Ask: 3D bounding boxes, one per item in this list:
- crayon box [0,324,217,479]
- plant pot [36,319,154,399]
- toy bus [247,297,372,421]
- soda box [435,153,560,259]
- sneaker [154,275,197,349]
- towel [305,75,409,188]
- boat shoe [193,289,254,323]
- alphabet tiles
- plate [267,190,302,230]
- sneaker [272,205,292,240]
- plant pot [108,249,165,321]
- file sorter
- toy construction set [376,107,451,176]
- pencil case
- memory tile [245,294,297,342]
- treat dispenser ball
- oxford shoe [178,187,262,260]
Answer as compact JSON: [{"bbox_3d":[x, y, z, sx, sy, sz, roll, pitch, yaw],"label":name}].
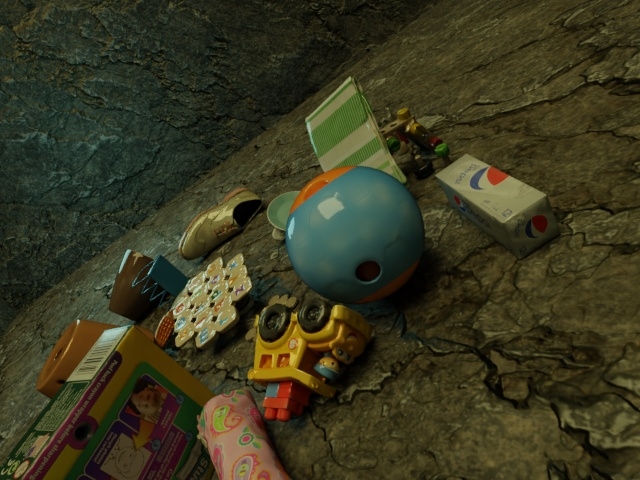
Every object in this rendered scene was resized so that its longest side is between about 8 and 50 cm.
[{"bbox_3d":[-0.340,0.389,0.716,0.106,0.313,0.363,-15,34,31],"label":"crayon box"},{"bbox_3d":[-0.640,0.352,1.175,0.291,0.203,0.291,-35,35,30],"label":"plant pot"},{"bbox_3d":[-0.027,0.234,0.789,0.220,0.149,0.211,-15,48,32],"label":"toy bus"},{"bbox_3d":[0.349,-0.083,0.857,0.091,0.098,0.286,-34,27,7],"label":"soda box"},{"bbox_3d":[-0.444,0.239,1.333,0.121,0.099,0.262,-35,21,46],"label":"sneaker"},{"bbox_3d":[0.087,-0.245,1.156,0.038,0.324,0.248,-24,-2,-41],"label":"towel"},{"bbox_3d":[-0.303,0.200,1.227,0.228,0.068,0.081,-25,30,22],"label":"boat shoe"},{"bbox_3d":[-0.308,0.169,1.185,0.278,0.021,0.284,-39,39,6],"label":"alphabet tiles"},{"bbox_3d":[-0.083,-0.093,1.386,0.188,0.024,0.188,-2,50,2],"label":"plate"},{"bbox_3d":[-0.115,-0.051,1.422,0.158,0.061,0.065,-54,7,-33],"label":"sneaker"},{"bbox_3d":[-0.709,0.187,1.616,0.215,0.215,0.230,-1,60,49],"label":"plant pot"},{"bbox_3d":[-0.560,0.161,1.487,0.104,0.170,0.118,-33,28,18],"label":"file sorter"},{"bbox_3d":[0.204,-0.325,1.245,0.257,0.237,0.309,-27,29,20],"label":"toy construction set"},{"bbox_3d":[-0.126,0.370,0.695,0.124,0.124,0.284,-43,30,-10],"label":"pencil case"},{"bbox_3d":[-0.126,0.203,1.075,0.113,0.012,0.148,-5,43,47],"label":"memory tile"},{"bbox_3d":[0.071,-0.011,0.871,0.288,0.288,0.288,-29,29,17],"label":"treat dispenser ball"},{"bbox_3d":[-0.402,-0.065,1.683,0.397,0.140,0.146,-47,36,-14],"label":"oxford shoe"}]
